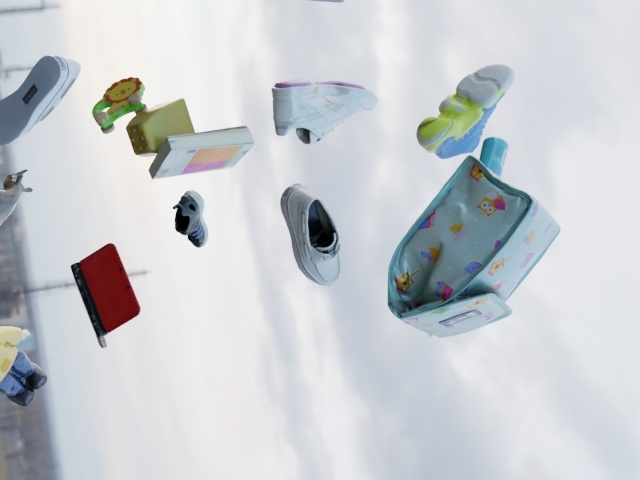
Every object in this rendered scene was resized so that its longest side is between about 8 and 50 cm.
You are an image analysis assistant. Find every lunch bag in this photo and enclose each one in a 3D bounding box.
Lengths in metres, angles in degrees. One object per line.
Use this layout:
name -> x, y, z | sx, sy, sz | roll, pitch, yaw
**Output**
lunch bag -> 0.222, 0.032, 1.467 | 0.160, 0.262, 0.223 | 37, 4, 25

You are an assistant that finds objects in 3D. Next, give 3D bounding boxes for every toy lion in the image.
toy lion -> -0.335, -0.232, 1.623 | 0.096, 0.100, 0.034 | 52, -10, 44

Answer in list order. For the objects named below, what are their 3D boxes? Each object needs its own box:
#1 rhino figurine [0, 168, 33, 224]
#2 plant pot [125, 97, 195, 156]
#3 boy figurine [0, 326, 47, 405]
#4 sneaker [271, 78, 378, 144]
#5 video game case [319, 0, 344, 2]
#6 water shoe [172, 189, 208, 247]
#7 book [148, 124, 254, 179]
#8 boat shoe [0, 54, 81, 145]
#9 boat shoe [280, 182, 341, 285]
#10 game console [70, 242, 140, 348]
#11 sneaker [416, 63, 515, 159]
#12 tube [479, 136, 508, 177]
rhino figurine -> -0.765, -0.083, 2.300 | 0.106, 0.243, 0.073 | 6, -42, 36
plant pot -> -0.257, -0.171, 1.546 | 0.081, 0.083, 0.081 | -4, -72, 48
boy figurine -> -0.721, 0.265, 2.185 | 0.092, 0.177, 0.285 | 27, -21, 26
sneaker -> 0.005, -0.309, 2.339 | 0.114, 0.305, 0.152 | 20, -70, 51
video game case -> -0.122, -0.493, 1.753 | 0.300, 0.329, 0.036 | -92, -173, -62
water shoe -> -0.330, -0.042, 2.407 | 0.073, 0.080, 0.203 | 33, -32, 23
book -> -0.188, -0.134, 1.535 | 0.096, 0.144, 0.035 | -45, -117, 51
boat shoe -> -0.593, -0.286, 2.038 | 0.258, 0.084, 0.095 | -35, -100, 27
boat shoe -> 0.000, 0.000, 2.005 | 0.088, 0.096, 0.267 | 29, -34, 44
game console -> -0.373, 0.098, 1.710 | 0.124, 0.085, 0.144 | 107, -39, -66
sneaker -> 0.310, -0.259, 2.022 | 0.126, 0.240, 0.091 | 44, 11, -51
tube -> 0.323, -0.105, 1.905 | 0.052, 0.080, 0.207 | -9, -127, 42
